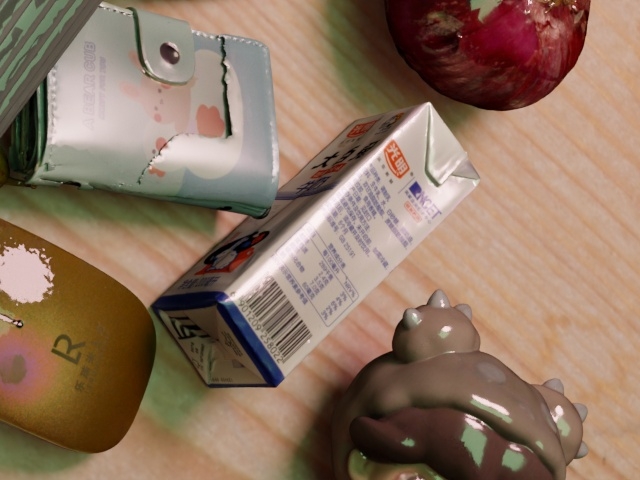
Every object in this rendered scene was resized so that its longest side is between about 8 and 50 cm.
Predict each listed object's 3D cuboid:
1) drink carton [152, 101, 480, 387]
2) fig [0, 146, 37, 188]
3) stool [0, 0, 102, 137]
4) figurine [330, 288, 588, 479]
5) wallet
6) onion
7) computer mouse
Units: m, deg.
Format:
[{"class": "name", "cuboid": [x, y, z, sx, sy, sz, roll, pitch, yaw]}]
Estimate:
[{"class": "drink carton", "cuboid": [0.000, 0.000, 1.625, 0.315, 0.130, 0.106, -44, 110, -28]}, {"class": "fig", "cuboid": [-0.283, -0.061, 1.494, 0.083, 0.050, 0.050, 27, 71, -43]}, {"class": "stool", "cuboid": [-0.320, -0.219, 1.348, 0.297, 0.297, 0.330, 38, 71, -25]}, {"class": "figurine", "cuboid": [0.085, 0.254, 1.632, 0.248, 0.203, 0.380, 37, 79, -18]}, {"class": "wallet", "cuboid": [-0.156, -0.119, 1.550, 0.250, 0.075, 0.176, 9, 70, -36]}, {"class": "onion", "cuboid": [0.161, -0.251, 1.720, 0.246, 0.190, 0.246, 8, 80, -53]}, {"class": "computer mouse", "cuboid": [-0.274, 0.072, 1.474, 0.310, 0.072, 0.158, 29, 69, -27]}]
